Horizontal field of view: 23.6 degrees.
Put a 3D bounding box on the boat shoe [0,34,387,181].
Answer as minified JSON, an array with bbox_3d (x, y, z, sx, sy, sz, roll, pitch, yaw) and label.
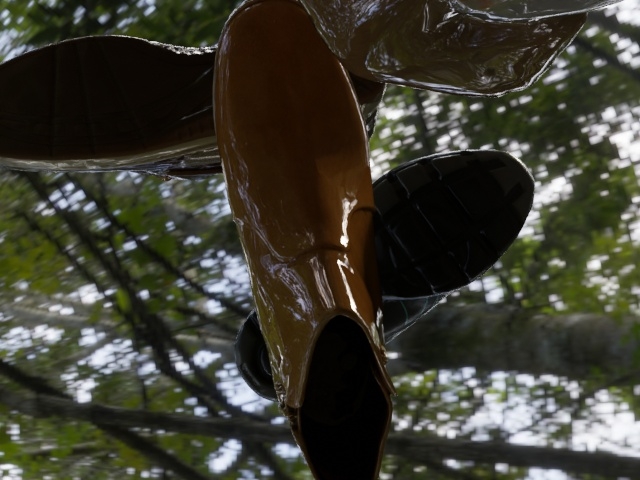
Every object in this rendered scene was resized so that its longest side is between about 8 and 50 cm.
[{"bbox_3d":[-0.116,-0.092,1.249,0.342,0.123,0.123,-10,-122,-10],"label":"boat shoe"}]

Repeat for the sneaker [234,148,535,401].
[{"bbox_3d":[0.049,0.018,1.153,0.267,0.106,0.101,-36,-97,19],"label":"sneaker"}]

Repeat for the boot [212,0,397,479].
[{"bbox_3d":[-0.001,0.001,0.978,0.104,0.211,0.295,-10,-71,-4],"label":"boot"}]

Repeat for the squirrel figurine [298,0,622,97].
[{"bbox_3d":[0.030,-0.286,0.652,0.397,0.281,0.370,-1,-106,-38],"label":"squirrel figurine"}]
